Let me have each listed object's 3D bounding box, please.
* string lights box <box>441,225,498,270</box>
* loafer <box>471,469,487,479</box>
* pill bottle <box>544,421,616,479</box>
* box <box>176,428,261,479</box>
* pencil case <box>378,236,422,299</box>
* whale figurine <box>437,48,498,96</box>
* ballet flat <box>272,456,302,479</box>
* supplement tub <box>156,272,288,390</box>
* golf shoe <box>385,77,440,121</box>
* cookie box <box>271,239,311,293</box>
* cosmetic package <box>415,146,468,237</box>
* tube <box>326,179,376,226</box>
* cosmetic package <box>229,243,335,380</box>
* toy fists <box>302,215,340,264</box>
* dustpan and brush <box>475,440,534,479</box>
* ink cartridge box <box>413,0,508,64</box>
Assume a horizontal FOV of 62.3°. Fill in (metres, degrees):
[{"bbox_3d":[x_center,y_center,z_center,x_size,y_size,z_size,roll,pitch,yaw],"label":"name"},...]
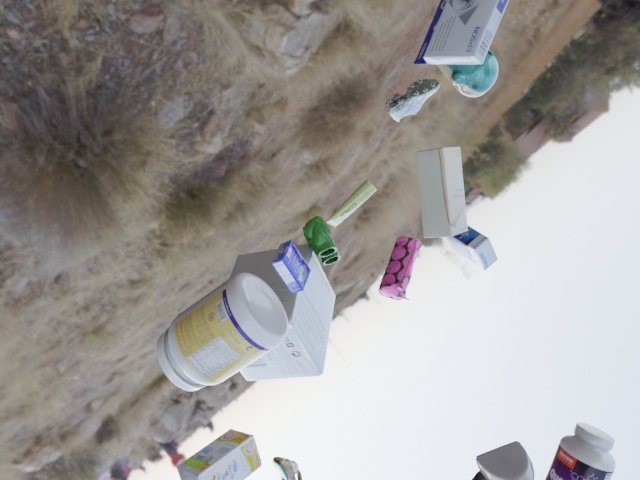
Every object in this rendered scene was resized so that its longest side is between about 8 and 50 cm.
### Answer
[{"bbox_3d":[0.579,0.002,2.128,0.076,0.133,0.259,-40,-143,-5],"label":"string lights box"},{"bbox_3d":[0.704,1.005,2.260,0.267,0.084,0.096,-38,-145,-24],"label":"loafer"},{"bbox_3d":[0.883,0.801,1.812,0.181,0.181,0.323,-32,140,-83],"label":"pill bottle"},{"bbox_3d":[-0.285,0.644,1.513,0.114,0.103,0.203,-5,-167,44],"label":"box"},{"bbox_3d":[0.253,0.081,1.642,0.098,0.095,0.210,119,-7,-61],"label":"pencil case"},{"bbox_3d":[0.473,-0.602,1.757,0.141,0.271,0.216,-41,-158,49],"label":"whale figurine"},{"bbox_3d":[-0.095,0.712,1.617,0.067,0.073,0.206,-34,131,-31],"label":"ballet flat"},{"bbox_3d":[-0.286,0.271,1.543,0.331,0.241,0.241,-34,-179,18],"label":"supplement tub"},{"bbox_3d":[0.288,-0.429,1.623,0.176,0.069,0.086,-25,138,15],"label":"golf shoe"},{"bbox_3d":[-0.075,0.069,1.389,0.040,0.107,0.092,-19,-153,25],"label":"cookie box"},{"bbox_3d":[0.434,-0.173,1.895,0.113,0.310,0.160,-3,-172,38],"label":"cosmetic package"},{"bbox_3d":[0.127,-0.146,2.173,0.240,0.070,0.062,-43,-157,11],"label":"tube"},{"bbox_3d":[-0.164,0.277,2.042,0.327,0.330,0.394,-10,-140,20],"label":"cosmetic package"},{"bbox_3d":[0.000,0.000,1.948,0.096,0.142,0.279,-22,165,3],"label":"toy fists"},{"bbox_3d":[0.541,0.661,1.455,0.147,0.060,0.211,-18,-161,-6],"label":"dustpan and brush"},{"bbox_3d":[0.347,-0.552,1.335,0.223,0.045,0.224,20,-93,49],"label":"ink cartridge box"}]
